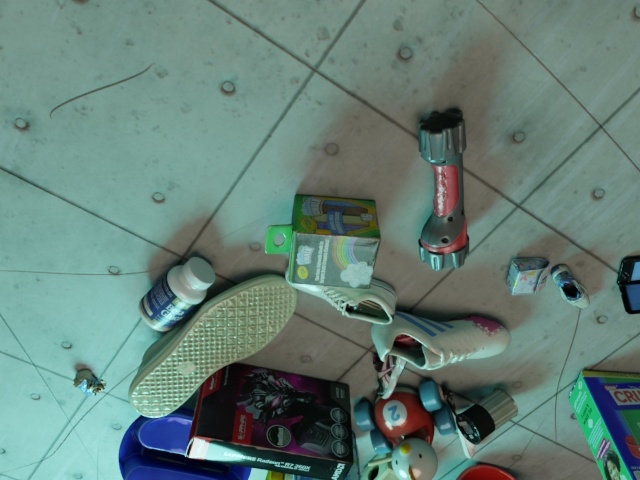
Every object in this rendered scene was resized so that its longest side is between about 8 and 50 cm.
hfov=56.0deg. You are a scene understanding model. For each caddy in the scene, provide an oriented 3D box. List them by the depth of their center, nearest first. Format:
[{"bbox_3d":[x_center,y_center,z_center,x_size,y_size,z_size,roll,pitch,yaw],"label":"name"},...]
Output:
[{"bbox_3d":[-0.334,0.552,1.515,0.341,0.241,0.179,16,167,-11],"label":"caddy"}]

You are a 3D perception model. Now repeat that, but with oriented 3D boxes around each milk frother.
[{"bbox_3d":[0.392,0.410,1.512,0.135,0.129,0.143,-25,96,-24],"label":"milk frother"}]

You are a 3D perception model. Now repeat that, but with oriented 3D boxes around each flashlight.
[{"bbox_3d":[0.229,-0.086,1.145,0.103,0.103,0.304,-7,127,8],"label":"flashlight"}]

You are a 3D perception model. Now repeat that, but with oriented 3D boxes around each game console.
[{"bbox_3d":[0.714,0.092,1.296,0.122,0.071,0.107,-6,126,3],"label":"game console"}]

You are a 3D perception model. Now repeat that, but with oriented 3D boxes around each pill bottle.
[{"bbox_3d":[-0.302,0.111,1.282,0.094,0.094,0.169,37,117,-24],"label":"pill bottle"}]

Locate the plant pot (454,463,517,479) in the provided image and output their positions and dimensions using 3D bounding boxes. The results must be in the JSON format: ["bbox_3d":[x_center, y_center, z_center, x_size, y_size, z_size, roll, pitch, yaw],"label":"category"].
[{"bbox_3d":[0.443,0.816,1.712,0.275,0.275,0.243,16,133,-12],"label":"plant pot"}]

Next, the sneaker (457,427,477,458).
[{"bbox_3d":[0.416,0.536,1.623,0.070,0.051,0.134,-13,121,15],"label":"sneaker"}]

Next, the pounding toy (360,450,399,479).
[{"bbox_3d":[0.198,0.623,1.664,0.181,0.094,0.206,30,111,-15],"label":"pounding toy"}]

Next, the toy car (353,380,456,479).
[{"bbox_3d":[0.220,0.507,1.485,0.219,0.238,0.210,-22,123,14],"label":"toy car"}]

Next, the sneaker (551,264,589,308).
[{"bbox_3d":[0.551,0.115,1.319,0.052,0.058,0.135,-36,119,22],"label":"sneaker"}]

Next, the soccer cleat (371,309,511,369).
[{"bbox_3d":[0.275,0.241,1.353,0.331,0.143,0.116,7,125,-6],"label":"soccer cleat"}]

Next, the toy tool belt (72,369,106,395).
[{"bbox_3d":[-0.573,0.362,1.485,0.052,0.051,0.083,-27,122,18],"label":"toy tool belt"}]

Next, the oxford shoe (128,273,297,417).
[{"bbox_3d":[-0.247,0.217,1.350,0.449,0.130,0.169,-39,112,7],"label":"oxford shoe"}]

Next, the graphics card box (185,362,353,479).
[{"bbox_3d":[-0.111,0.422,1.425,0.371,0.233,0.094,15,124,-10],"label":"graphics card box"}]

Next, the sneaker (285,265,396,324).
[{"bbox_3d":[0.049,0.110,1.287,0.258,0.091,0.094,16,124,-12],"label":"sneaker"}]

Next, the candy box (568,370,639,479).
[{"bbox_3d":[0.776,0.466,1.414,0.268,0.317,0.122,3,124,-5],"label":"candy box"}]

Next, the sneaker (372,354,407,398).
[{"bbox_3d":[0.161,0.307,1.458,0.077,0.072,0.178,26,129,13],"label":"sneaker"}]

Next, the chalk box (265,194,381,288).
[{"bbox_3d":[0.000,0.000,1.186,0.213,0.132,0.132,6,126,-4],"label":"chalk box"}]

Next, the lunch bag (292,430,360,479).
[{"bbox_3d":[0.012,0.585,1.551,0.176,0.219,0.090,-2,119,-1],"label":"lunch bag"}]

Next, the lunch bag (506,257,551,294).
[{"bbox_3d":[0.451,0.077,1.295,0.083,0.053,0.071,-4,128,-9],"label":"lunch bag"}]

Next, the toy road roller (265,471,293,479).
[{"bbox_3d":[-0.062,0.782,1.678,0.202,0.240,0.329,9,125,-7],"label":"toy road roller"}]
